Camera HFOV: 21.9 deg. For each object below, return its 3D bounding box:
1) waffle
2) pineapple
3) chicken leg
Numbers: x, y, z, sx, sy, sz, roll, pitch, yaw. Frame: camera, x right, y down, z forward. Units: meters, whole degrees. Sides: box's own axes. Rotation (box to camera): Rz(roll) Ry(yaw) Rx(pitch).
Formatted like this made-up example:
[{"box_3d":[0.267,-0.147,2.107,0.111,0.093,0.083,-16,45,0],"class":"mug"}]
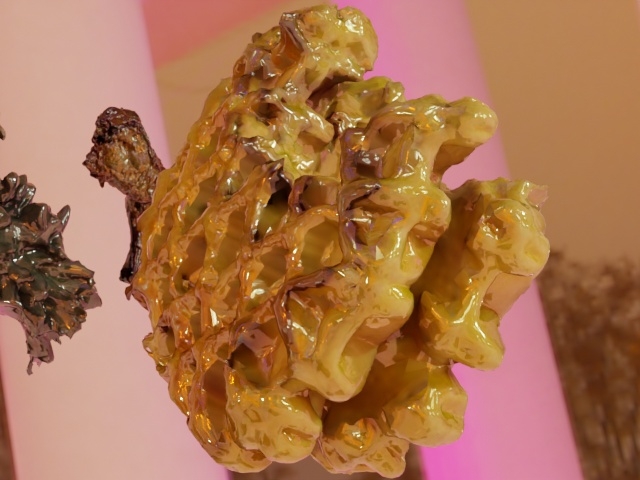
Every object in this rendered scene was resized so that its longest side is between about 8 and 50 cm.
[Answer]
[{"box_3d":[0.000,0.000,1.027,0.151,0.324,0.261,31,-80,-25],"class":"waffle"},{"box_3d":[-0.306,-0.056,1.215,0.202,0.362,0.202,-38,6,4],"class":"pineapple"},{"box_3d":[-0.147,-0.038,1.290,0.062,0.145,0.037,-19,-15,-4],"class":"chicken leg"}]
